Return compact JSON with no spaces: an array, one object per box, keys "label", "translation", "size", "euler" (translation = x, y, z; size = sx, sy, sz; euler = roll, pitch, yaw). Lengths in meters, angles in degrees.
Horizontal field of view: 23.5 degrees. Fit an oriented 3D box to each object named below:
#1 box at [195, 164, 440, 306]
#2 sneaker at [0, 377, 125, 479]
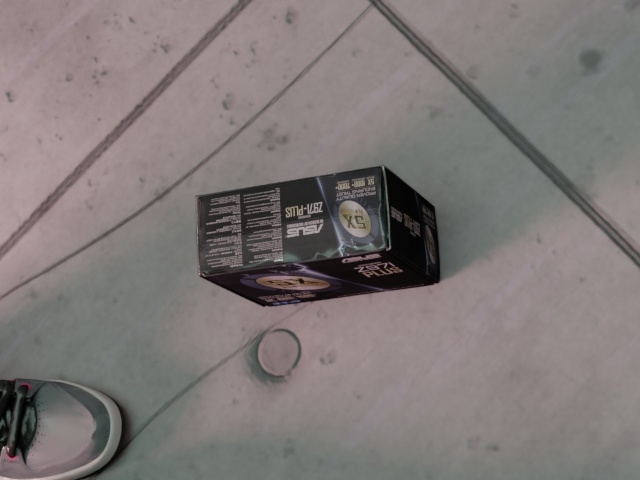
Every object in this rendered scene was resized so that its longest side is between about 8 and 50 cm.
[{"label":"box","translation":[0.000,0.000,1.374],"size":[0.180,0.147,0.078],"euler":[-8,74,19]},{"label":"sneaker","translation":[-0.349,0.163,1.456],"size":[0.295,0.178,0.124],"euler":[0,77,22]}]
